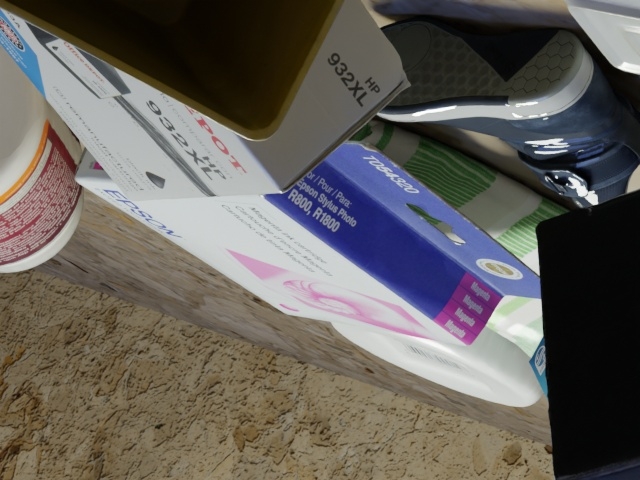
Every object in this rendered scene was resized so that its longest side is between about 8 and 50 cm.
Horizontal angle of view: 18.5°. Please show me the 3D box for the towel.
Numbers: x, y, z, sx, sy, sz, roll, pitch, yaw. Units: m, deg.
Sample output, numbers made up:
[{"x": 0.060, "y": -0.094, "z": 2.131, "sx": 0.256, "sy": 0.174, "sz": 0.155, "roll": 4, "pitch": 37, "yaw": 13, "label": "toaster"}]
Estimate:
[{"x": 0.142, "y": 0.007, "z": 1.870, "sx": 0.324, "sy": 0.038, "sz": 0.248, "roll": 29, "pitch": 150, "yaw": -12, "label": "towel"}]

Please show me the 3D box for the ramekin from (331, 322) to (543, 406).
[{"x": 0.143, "y": 0.073, "z": 2.123, "sx": 0.277, "sy": 0.135, "sz": 0.277, "roll": 23, "pitch": 170, "yaw": 4, "label": "ramekin"}]

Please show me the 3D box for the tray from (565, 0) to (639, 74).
[{"x": 0.264, "y": -0.117, "z": 1.198, "sx": 0.270, "sy": 0.030, "sz": 0.145, "roll": 17, "pitch": 168, "yaw": 34, "label": "tray"}]

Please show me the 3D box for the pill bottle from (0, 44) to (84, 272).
[{"x": -0.388, "y": -0.094, "z": 2.201, "sx": 0.224, "sy": 0.224, "sz": 0.392, "roll": 22, "pitch": 169, "yaw": 7, "label": "pill bottle"}]

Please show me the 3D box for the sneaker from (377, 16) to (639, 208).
[{"x": 0.137, "y": -0.090, "z": 1.451, "sx": 0.226, "sy": 0.086, "sz": 0.163, "roll": 12, "pitch": 162, "yaw": 45, "label": "sneaker"}]

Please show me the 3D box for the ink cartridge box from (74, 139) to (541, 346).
[{"x": 0.000, "y": 0.000, "z": 1.758, "sx": 0.330, "sy": 0.071, "sz": 0.324, "roll": 8, "pitch": 161, "yaw": 43, "label": "ink cartridge box"}]

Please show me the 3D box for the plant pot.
[{"x": -0.093, "y": -0.205, "z": 1.108, "sx": 0.212, "sy": 0.212, "sz": 0.187, "roll": 27, "pitch": -177, "yaw": -19, "label": "plant pot"}]

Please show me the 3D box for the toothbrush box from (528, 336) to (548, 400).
[{"x": 0.335, "y": 0.163, "z": 1.702, "sx": 0.216, "sy": 0.126, "sz": 0.295, "roll": 16, "pitch": -153, "yaw": -19, "label": "toothbrush box"}]

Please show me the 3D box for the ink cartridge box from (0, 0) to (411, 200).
[{"x": -0.107, "y": -0.149, "z": 1.380, "sx": 0.223, "sy": 0.129, "sz": 0.307, "roll": 52, "pitch": 161, "yaw": -16, "label": "ink cartridge box"}]

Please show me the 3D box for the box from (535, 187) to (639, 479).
[{"x": 0.346, "y": 0.135, "z": 1.196, "sx": 0.293, "sy": 0.212, "sz": 0.395, "roll": -19, "pitch": 131, "yaw": 21, "label": "box"}]
